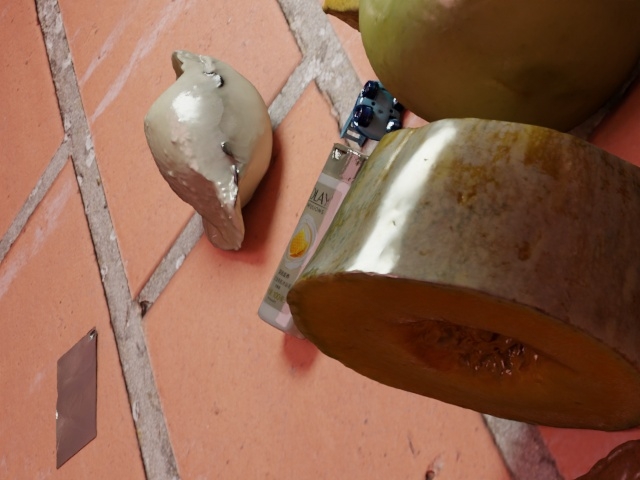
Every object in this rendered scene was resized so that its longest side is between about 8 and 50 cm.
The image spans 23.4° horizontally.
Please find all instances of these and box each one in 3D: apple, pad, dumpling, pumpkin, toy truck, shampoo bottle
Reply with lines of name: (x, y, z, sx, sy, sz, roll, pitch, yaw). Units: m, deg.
apple: (0.181, -0.237, 1.499, 0.292, 0.254, 0.292, -40, 37, 40)
pad: (-0.356, 0.229, 2.259, 0.113, 0.006, 0.188, -39, 42, 36)
dumpling: (-0.154, -0.107, 2.043, 0.227, 0.175, 0.243, 106, -178, -56)
pumpkin: (0.148, 0.022, 1.345, 0.332, 0.332, 0.199, -16, 51, 52)
toy truck: (0.058, -0.146, 1.828, 0.090, 0.056, 0.073, -32, 39, 62)
shampoo bottle: (0.000, 0.000, 1.813, 0.086, 0.056, 0.227, 30, 96, 58)

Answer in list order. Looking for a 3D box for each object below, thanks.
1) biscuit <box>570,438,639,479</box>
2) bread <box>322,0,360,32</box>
biscuit: (0.239, 0.284, 1.284, 0.290, 0.041, 0.208, -46, 38, 31)
bread: (0.104, -0.315, 1.758, 0.185, 0.114, 0.275, -65, 15, 1)
